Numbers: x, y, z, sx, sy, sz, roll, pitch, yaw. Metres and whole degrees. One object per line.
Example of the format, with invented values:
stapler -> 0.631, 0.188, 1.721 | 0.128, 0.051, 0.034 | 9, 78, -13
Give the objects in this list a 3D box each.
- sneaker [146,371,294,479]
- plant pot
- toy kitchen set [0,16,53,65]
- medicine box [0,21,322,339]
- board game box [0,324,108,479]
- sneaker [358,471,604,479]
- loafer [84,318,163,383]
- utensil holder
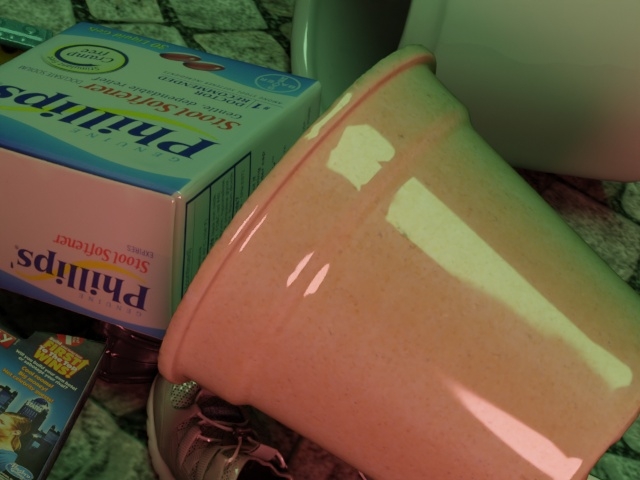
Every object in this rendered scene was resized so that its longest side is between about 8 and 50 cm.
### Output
sneaker -> -0.060, 0.189, 1.346 | 0.105, 0.115, 0.281 | -1, 44, -29
plant pot -> 0.096, 0.072, 1.283 | 0.305, 0.334, 0.334 | 39, 40, 10
toy kitchen set -> -0.351, -0.167, 1.606 | 0.166, 0.122, 0.207 | 14, 39, -13
medicine box -> -0.176, -0.063, 1.482 | 0.263, 0.149, 0.289 | 16, 29, 18
board game box -> -0.272, 0.126, 1.353 | 0.194, 0.060, 0.194 | 32, 37, 10
sneaker -> 0.161, 0.262, 1.383 | 0.295, 0.124, 0.178 | 22, 28, -5
loafer -> -0.102, 0.082, 1.481 | 0.223, 0.078, 0.076 | -2, 45, -30
utensil holder -> 0.204, -0.241, 1.835 | 0.385, 0.328, 0.328 | 8, 40, -24
